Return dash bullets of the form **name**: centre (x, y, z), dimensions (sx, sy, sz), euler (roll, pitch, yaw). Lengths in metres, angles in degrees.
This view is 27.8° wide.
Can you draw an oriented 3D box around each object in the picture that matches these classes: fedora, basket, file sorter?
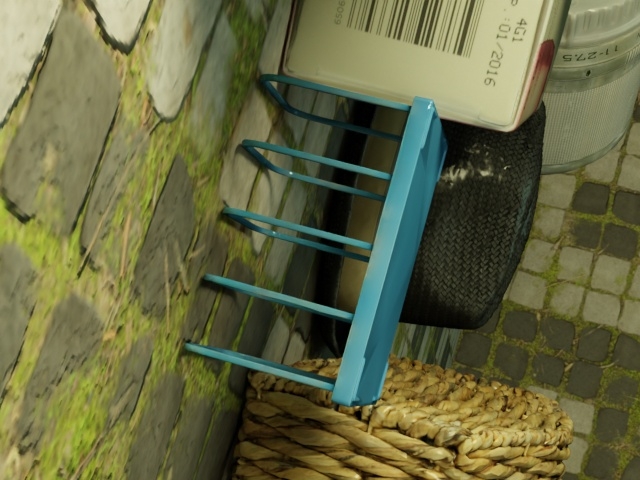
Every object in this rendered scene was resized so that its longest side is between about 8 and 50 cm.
- **fedora**: centre (0.113, -0.041, 1.147), dimensions (0.334, 0.152, 0.334), euler (14, 90, -79)
- **basket**: centre (0.067, 0.218, 0.982), dimensions (0.299, 0.213, 0.223), euler (9, 95, -68)
- **file sorter**: centre (0.000, 0.000, 0.752), dimensions (0.118, 0.104, 0.170), euler (36, 69, -79)

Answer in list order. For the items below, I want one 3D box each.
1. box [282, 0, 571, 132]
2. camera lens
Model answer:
- **box**: centre (0.083, -0.154, 0.850), dimensions (0.232, 0.149, 0.127), euler (-32, 136, -74)
- **camera lens**: centre (0.240, -0.220, 1.374), dimensions (0.274, 0.219, 0.219), euler (88, 20, -57)
